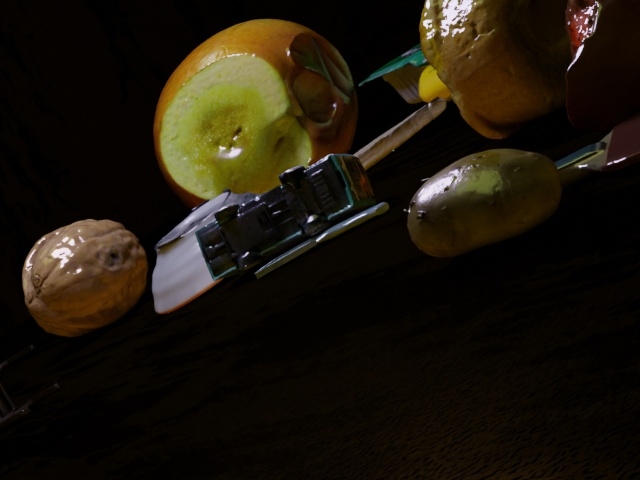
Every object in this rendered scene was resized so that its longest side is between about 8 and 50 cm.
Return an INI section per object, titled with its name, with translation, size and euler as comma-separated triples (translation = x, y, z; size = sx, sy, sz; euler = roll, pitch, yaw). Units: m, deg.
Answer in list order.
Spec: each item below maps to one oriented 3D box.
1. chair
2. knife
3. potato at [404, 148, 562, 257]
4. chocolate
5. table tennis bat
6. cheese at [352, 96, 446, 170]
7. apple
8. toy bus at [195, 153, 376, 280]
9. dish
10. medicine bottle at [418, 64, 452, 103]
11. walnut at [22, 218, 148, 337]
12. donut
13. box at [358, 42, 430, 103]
[chair]
translation = -0.482, 0.235, 1.641
size = 0.212, 0.084, 0.101
euler = -29, 5, 22
[knife]
translation = 0.000, -0.001, 1.451
size = 0.210, 0.015, 0.028
euler = -28, 15, 32
[potato]
translation = 0.127, -0.031, 0.940
size = 0.138, 0.070, 0.091
euler = -26, 19, 39
[chocolate]
translation = 0.264, -0.161, 1.064
size = 0.127, 0.133, 0.124
euler = 6, -9, 45
[table tennis bat]
translation = 0.255, -0.083, 0.952
size = 0.274, 0.021, 0.154
euler = -27, 9, 23
[cheese]
translation = 0.056, -0.121, 1.908
size = 0.400, 0.034, 0.085
euler = -36, 4, -29
[apple]
translation = -0.107, -0.212, 2.139
size = 0.374, 0.374, 0.384
euler = -26, 40, 40
[toy bus]
translation = -0.048, -0.031, 1.530
size = 0.261, 0.091, 0.109
euler = -25, -7, 33
[dish]
translation = -0.171, -0.004, 1.765
size = 0.260, 0.085, 0.260
euler = -36, 13, 10
[medicine bottle]
translation = 0.298, -0.321, 2.017
size = 0.309, 0.076, 0.111
euler = -25, 13, 45
[walnut]
translation = -0.404, 0.062, 2.010
size = 0.198, 0.198, 0.245
euler = -24, 8, 46
[donut]
translation = 0.235, -0.248, 1.363
size = 0.261, 0.208, 0.128
euler = -44, 14, -35
[box]
translation = 0.251, -0.363, 2.355
size = 0.264, 0.106, 0.336
euler = -34, 7, -13
